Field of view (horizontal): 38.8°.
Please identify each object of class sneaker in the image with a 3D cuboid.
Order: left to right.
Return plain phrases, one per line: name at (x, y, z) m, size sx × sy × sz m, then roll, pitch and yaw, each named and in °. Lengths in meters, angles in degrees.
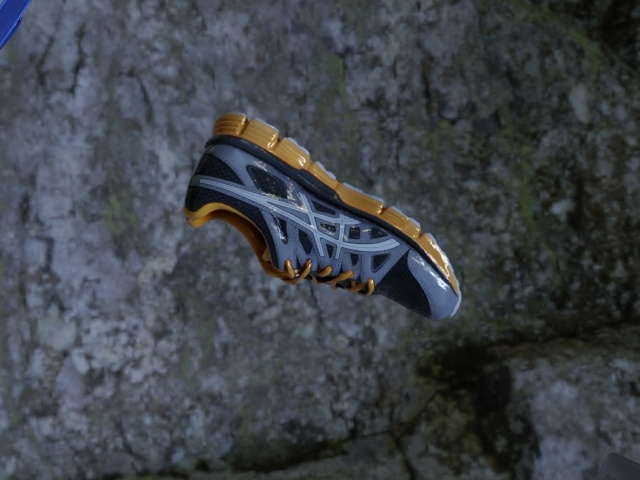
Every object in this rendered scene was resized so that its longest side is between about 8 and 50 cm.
sneaker at (0.000, 0.000, 0.639) m, size 0.083 × 0.215 × 0.084 m, roll -57°, pitch 179°, yaw -17°

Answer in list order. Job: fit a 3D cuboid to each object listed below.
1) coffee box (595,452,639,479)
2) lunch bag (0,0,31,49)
coffee box at (0.150, 0.267, 0.377) m, size 0.297 × 0.168 × 0.119 m, roll -62°, pitch -170°, yaw -8°
lunch bag at (-0.201, -0.129, 0.497) m, size 0.067 × 0.065 × 0.098 m, roll -10°, pitch -135°, yaw 33°
